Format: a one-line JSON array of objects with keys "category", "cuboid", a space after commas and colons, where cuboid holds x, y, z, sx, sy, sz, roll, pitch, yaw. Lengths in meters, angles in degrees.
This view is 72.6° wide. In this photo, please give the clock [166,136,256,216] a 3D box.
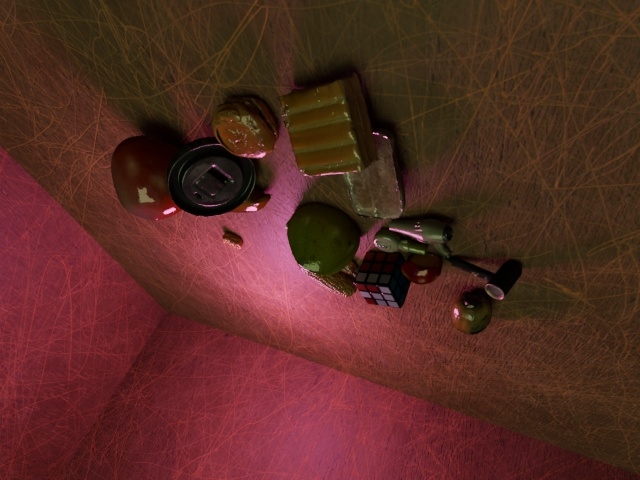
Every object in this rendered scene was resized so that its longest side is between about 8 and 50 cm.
[{"category": "clock", "cuboid": [-0.382, -0.220, 1.538, 0.062, 0.312, 0.313, 61, 175, 40]}]

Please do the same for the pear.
[{"category": "pear", "cuboid": [0.004, 0.000, 1.598, 0.287, 0.239, 0.139, 26, 151, -2]}]

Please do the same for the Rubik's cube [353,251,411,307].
[{"category": "Rubik's cube", "cuboid": [0.252, 0.153, 1.723, 0.163, 0.161, 0.162, 3, 142, 34]}]

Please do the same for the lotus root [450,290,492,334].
[{"category": "lotus root", "cuboid": [0.590, 0.300, 1.717, 0.153, 0.154, 0.278, 14, 153, 21]}]

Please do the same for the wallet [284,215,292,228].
[{"category": "wallet", "cuboid": [-0.060, -0.039, 1.719, 0.154, 0.110, 0.039, 30, 116, -1]}]

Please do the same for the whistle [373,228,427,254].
[{"category": "whistle", "cuboid": [0.287, 0.017, 1.587, 0.198, 0.057, 0.104, 17, 150, 18]}]

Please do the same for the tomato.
[{"category": "tomato", "cuboid": [-0.631, -0.229, 1.651, 0.321, 0.322, 0.322, 19, 150, 12]}]

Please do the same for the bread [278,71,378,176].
[{"category": "bread", "cuboid": [0.015, -0.303, 1.174, 0.245, 0.111, 0.240, 1, 115, 42]}]

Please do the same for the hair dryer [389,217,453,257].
[{"category": "hair dryer", "cuboid": [0.344, -0.019, 1.496, 0.218, 0.089, 0.225, 21, 166, 22]}]

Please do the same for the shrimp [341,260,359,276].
[{"category": "shrimp", "cuboid": [0.098, 0.096, 1.868, 0.217, 0.051, 0.115, 32, 148, -5]}]

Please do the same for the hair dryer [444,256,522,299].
[{"category": "hair dryer", "cuboid": [0.546, 0.093, 1.497, 0.255, 0.128, 0.070, 30, 153, 41]}]

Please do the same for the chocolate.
[{"category": "chocolate", "cuboid": [0.162, -0.203, 1.292, 0.185, 0.100, 0.304, 12, 139, 35]}]

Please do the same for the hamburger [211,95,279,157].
[{"category": "hamburger", "cuboid": [-0.237, -0.354, 1.372, 0.213, 0.108, 0.214, 15, 146, 10]}]

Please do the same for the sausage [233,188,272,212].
[{"category": "sausage", "cuboid": [-0.309, -0.161, 1.724, 0.327, 0.112, 0.112, 4, 144, 33]}]

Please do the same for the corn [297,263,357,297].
[{"category": "corn", "cuboid": [0.027, 0.155, 1.957, 0.317, 0.115, 0.115, 38, 148, -18]}]

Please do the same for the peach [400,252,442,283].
[{"category": "peach", "cuboid": [0.381, 0.108, 1.616, 0.151, 0.151, 0.119, 86, 160, -57]}]

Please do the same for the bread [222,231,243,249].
[{"category": "bread", "cuboid": [-0.430, 0.004, 2.134, 0.110, 0.044, 0.083, 27, 152, -7]}]
